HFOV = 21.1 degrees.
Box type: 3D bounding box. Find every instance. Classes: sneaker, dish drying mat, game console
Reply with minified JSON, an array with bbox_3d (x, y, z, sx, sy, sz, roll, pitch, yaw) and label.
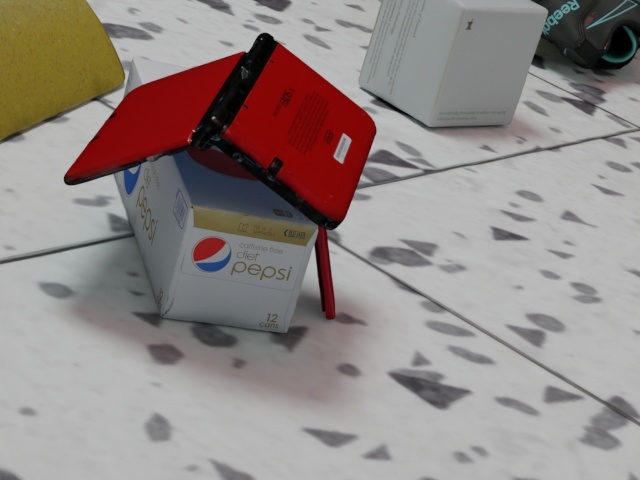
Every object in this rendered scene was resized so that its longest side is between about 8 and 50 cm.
[{"bbox_3d":[0.271,-0.208,1.635,0.106,0.101,0.267,53,31,15],"label":"sneaker"},{"bbox_3d":[0.000,0.000,0.941,0.008,0.083,0.032,-6,23,4],"label":"dish drying mat"},{"bbox_3d":[-0.048,-0.047,0.912,0.124,0.085,0.144,38,26,-8],"label":"game console"}]

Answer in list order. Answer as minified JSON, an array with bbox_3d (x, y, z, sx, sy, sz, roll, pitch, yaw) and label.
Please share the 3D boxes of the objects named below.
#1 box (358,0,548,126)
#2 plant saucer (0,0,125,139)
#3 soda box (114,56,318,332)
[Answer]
[{"bbox_3d":[0.103,-0.150,1.335,0.101,0.102,0.087,-5,29,-44],"label":"box"},{"bbox_3d":[-0.325,-0.161,1.081,0.332,0.081,0.333,23,23,12],"label":"plant saucer"},{"bbox_3d":[-0.066,-0.031,0.980,0.074,0.069,0.216,9,25,-19],"label":"soda box"}]
